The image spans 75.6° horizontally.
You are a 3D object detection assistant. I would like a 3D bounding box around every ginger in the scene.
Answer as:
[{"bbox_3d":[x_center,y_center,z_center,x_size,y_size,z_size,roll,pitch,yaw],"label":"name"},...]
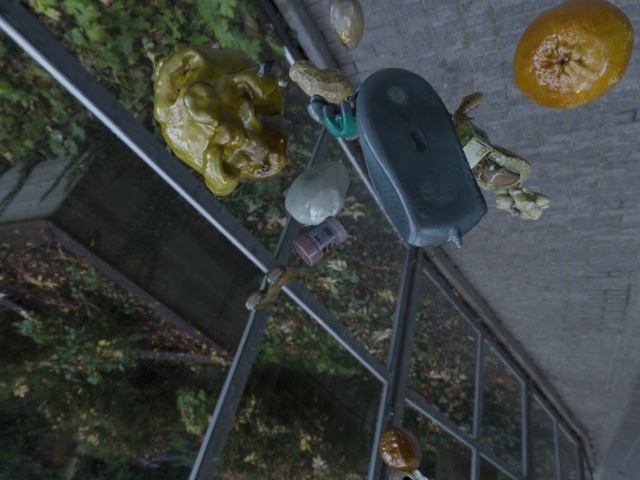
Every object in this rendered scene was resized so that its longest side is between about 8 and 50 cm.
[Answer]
[{"bbox_3d":[0.569,-0.486,1.623,0.214,0.133,0.059,-42,143,10],"label":"ginger"}]

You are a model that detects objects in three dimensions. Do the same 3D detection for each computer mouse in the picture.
[{"bbox_3d":[0.182,-0.149,0.803,0.189,0.370,0.122,-21,173,-15],"label":"computer mouse"}]

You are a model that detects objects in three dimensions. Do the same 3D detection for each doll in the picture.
[{"bbox_3d":[0.057,-0.391,1.297,0.195,0.152,0.258,-13,174,-11],"label":"doll"}]

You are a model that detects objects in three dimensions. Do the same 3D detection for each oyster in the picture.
[{"bbox_3d":[0.264,0.741,1.202,0.209,0.133,0.071,29,156,53],"label":"oyster"}]

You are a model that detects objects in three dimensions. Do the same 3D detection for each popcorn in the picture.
[{"bbox_3d":[-0.178,-0.266,0.845,0.281,0.297,0.315,-35,91,42],"label":"popcorn"}]

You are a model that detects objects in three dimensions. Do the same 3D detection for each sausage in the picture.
[{"bbox_3d":[0.197,0.503,0.996,0.098,0.097,0.238,0,152,23],"label":"sausage"}]

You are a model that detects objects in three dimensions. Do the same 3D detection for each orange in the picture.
[{"bbox_3d":[0.803,-0.596,1.335,0.341,0.293,0.340,20,123,34],"label":"orange"}]

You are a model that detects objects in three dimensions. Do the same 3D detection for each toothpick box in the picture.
[{"bbox_3d":[0.000,0.000,1.319,0.098,0.149,0.098,47,164,19],"label":"toothpick box"}]

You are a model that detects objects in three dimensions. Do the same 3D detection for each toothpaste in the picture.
[{"bbox_3d":[0.297,-0.153,1.055,0.071,0.089,0.312,22,132,-19],"label":"toothpaste"}]

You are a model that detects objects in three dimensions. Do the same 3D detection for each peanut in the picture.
[{"bbox_3d":[0.010,-0.718,1.869,0.326,0.140,0.153,13,127,-31],"label":"peanut"}]

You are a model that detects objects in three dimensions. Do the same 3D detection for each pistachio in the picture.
[{"bbox_3d":[0.096,-0.815,1.529,0.136,0.135,0.226,3,157,19],"label":"pistachio"}]

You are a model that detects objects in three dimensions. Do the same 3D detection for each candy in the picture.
[{"bbox_3d":[-0.035,-0.264,2.255,0.427,0.385,0.186,-8,145,45],"label":"candy"}]

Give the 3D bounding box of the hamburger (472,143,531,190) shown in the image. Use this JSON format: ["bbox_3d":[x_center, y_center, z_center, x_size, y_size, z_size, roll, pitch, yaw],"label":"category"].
[{"bbox_3d":[0.600,-0.254,1.362,0.208,0.155,0.135,-3,139,-25],"label":"hamburger"}]

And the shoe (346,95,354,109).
[{"bbox_3d":[0.144,-0.580,1.783,0.100,0.071,0.169,15,178,15],"label":"shoe"}]

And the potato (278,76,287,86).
[{"bbox_3d":[-0.172,-0.669,1.755,0.045,0.046,0.092,26,161,-35],"label":"potato"}]

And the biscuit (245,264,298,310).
[{"bbox_3d":[-0.208,0.202,1.805,0.062,0.236,0.291,42,-177,12],"label":"biscuit"}]

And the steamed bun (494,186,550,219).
[{"bbox_3d":[0.793,-0.145,1.622,0.178,0.106,0.192,11,-178,-39],"label":"steamed bun"}]
